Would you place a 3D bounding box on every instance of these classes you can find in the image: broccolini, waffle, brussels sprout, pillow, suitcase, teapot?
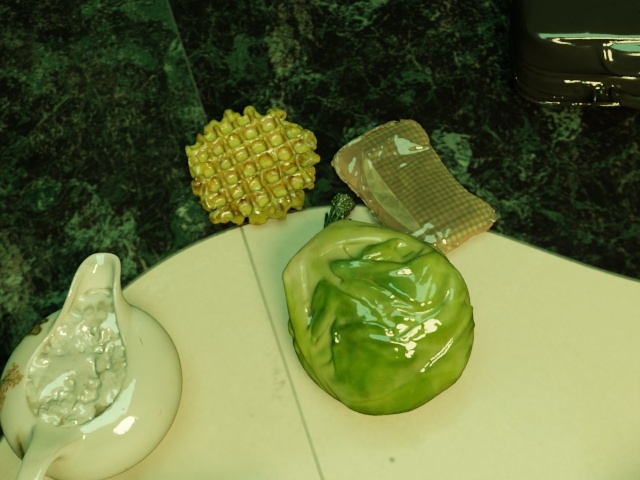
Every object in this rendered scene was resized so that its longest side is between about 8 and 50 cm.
[{"bbox_3d":[0.000,0.000,1.059,0.035,0.030,0.140,21,70,27],"label":"broccolini"},{"bbox_3d":[-0.089,-0.100,1.117,0.191,0.038,0.191,-3,61,6],"label":"waffle"},{"bbox_3d":[0.063,0.085,0.931,0.223,0.161,0.223,-7,74,24],"label":"brussels sprout"},{"bbox_3d":[0.111,-0.065,1.074,0.135,0.034,0.211,-31,60,-8],"label":"pillow"},{"bbox_3d":[0.421,-0.312,1.084,0.345,0.188,0.339,4,60,8],"label":"suitcase"},{"bbox_3d":[-0.256,0.168,0.931,0.204,0.139,0.298,1,60,5],"label":"teapot"}]
